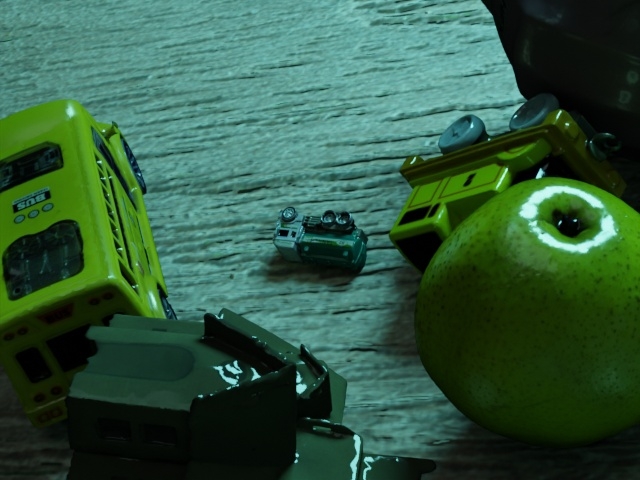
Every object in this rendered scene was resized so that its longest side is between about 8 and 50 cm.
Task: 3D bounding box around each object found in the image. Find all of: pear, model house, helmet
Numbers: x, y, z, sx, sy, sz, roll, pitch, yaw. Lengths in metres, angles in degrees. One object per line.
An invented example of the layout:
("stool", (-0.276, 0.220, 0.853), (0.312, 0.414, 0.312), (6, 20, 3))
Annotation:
("pear", (0.163, 0.055, 1.131), (0.198, 0.198, 0.198), (-12, 41, 11))
("model house", (-0.042, 0.151, 1.130), (0.243, 0.204, 0.211), (5, 45, 5))
("helmet", (0.267, -0.169, 1.278), (0.338, 0.271, 0.197), (5, 55, 4))

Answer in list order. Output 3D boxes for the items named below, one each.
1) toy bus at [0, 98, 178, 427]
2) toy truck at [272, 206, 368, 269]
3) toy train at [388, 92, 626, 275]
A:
("toy bus", (-0.218, -0.006, 1.393), (0.145, 0.151, 0.331), (-23, 41, 1))
("toy truck", (0.000, 0.000, 1.379), (0.083, 0.039, 0.044), (6, 62, 27))
("toy train", (0.140, -0.036, 1.271), (0.219, 0.089, 0.127), (-15, 36, 49))
